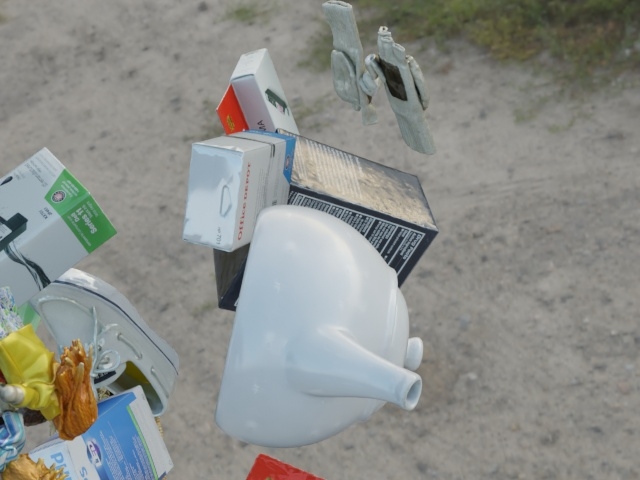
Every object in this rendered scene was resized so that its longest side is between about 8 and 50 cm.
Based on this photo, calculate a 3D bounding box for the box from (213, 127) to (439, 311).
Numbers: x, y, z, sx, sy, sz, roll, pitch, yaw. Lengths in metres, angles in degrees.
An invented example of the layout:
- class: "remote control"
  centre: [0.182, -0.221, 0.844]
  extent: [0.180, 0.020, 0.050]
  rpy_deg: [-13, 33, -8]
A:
- class: "box"
  centre: [0.000, 0.000, 1.796]
  extent: [0.294, 0.296, 0.182]
  rpy_deg: [18, 33, -22]

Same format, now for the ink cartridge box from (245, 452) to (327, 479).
- class: "ink cartridge box"
  centre: [-0.012, 0.447, 1.260]
  extent: [0.385, 0.091, 0.308]
  rpy_deg: [14, 66, 34]

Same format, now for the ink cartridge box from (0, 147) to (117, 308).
- class: "ink cartridge box"
  centre: [-0.403, -0.007, 1.340]
  extent: [0.208, 0.087, 0.153]
  rpy_deg: [-40, 48, -13]

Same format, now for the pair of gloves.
- class: "pair of gloves"
  centre: [0.079, -0.244, 1.522]
  extent: [0.042, 0.204, 0.240]
  rpy_deg: [-30, 40, -18]

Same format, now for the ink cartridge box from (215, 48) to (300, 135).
- class: "ink cartridge box"
  centre: [-0.102, -0.193, 1.915]
  extent: [0.060, 0.275, 0.239]
  rpy_deg: [-12, 31, 15]

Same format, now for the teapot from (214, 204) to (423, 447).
- class: "teapot"
  centre: [0.007, 0.091, 0.984]
  extent: [0.187, 0.252, 0.256]
  rpy_deg: [11, 52, -4]

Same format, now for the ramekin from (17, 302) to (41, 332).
- class: "ramekin"
  centre: [-0.629, 0.077, 1.745]
  extent: [0.148, 0.303, 0.303]
  rpy_deg: [3, 37, 23]

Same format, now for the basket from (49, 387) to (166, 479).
- class: "basket"
  centre: [-0.368, 0.407, 1.877]
  extent: [0.223, 0.213, 0.299]
  rpy_deg: [-34, 51, 40]

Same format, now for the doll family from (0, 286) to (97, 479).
- class: "doll family"
  centre: [-0.254, 0.122, 0.766]
  extent: [0.118, 0.163, 0.263]
  rpy_deg: [-31, 11, 23]

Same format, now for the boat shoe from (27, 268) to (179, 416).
- class: "boat shoe"
  centre: [-0.368, 0.194, 1.678]
  extent: [0.136, 0.367, 0.156]
  rpy_deg: [-16, 48, 19]

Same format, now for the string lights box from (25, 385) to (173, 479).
- class: "string lights box"
  centre: [-0.291, 0.298, 1.341]
  extent: [0.077, 0.133, 0.260]
  rpy_deg: [-21, 3, 12]

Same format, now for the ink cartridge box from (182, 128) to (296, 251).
- class: "ink cartridge box"
  centre: [-0.110, -0.075, 1.408]
  extent: [0.082, 0.139, 0.191]
  rpy_deg: [14, 16, 19]
